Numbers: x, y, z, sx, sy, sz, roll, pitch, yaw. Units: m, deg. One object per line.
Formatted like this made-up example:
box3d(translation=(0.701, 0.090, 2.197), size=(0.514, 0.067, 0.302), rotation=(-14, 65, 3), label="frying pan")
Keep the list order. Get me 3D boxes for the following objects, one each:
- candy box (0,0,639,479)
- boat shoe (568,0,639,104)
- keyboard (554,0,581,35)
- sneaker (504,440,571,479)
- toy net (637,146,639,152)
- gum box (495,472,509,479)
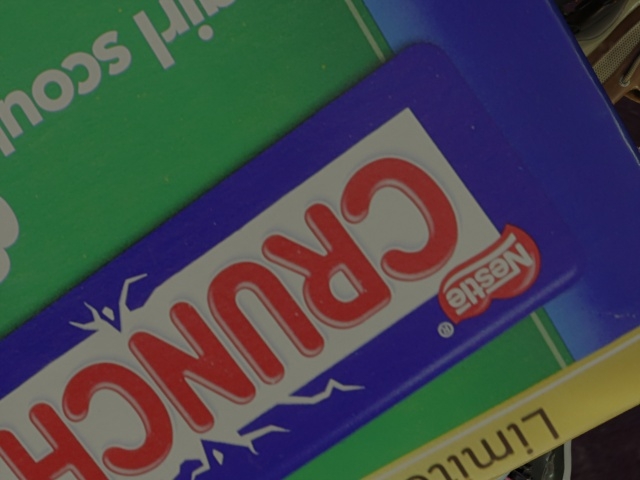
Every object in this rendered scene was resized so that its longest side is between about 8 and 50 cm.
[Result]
box3d(translation=(-0.068, -0.044, 0.397), size=(0.268, 0.122, 0.317), rotation=(-31, 99, 8), label="candy box")
box3d(translation=(0.308, -0.195, 1.242), size=(0.324, 0.122, 0.120), rotation=(-36, 101, 2), label="boat shoe")
box3d(translation=(0.182, -0.168, 0.733), size=(0.201, 0.317, 0.033), rotation=(-39, 83, 38), label="keyboard")
box3d(translation=(0.261, 0.257, 1.609), size=(0.105, 0.147, 0.295), rotation=(21, 98, 51), label="sneaker")
box3d(translation=(0.278, 0.001, 1.030), size=(0.122, 0.045, 0.232), rotation=(17, 57, 8), label="toy net")
box3d(translation=(0.158, 0.229, 1.443), size=(0.157, 0.041, 0.184), rotation=(43, 77, -10), label="gum box")
